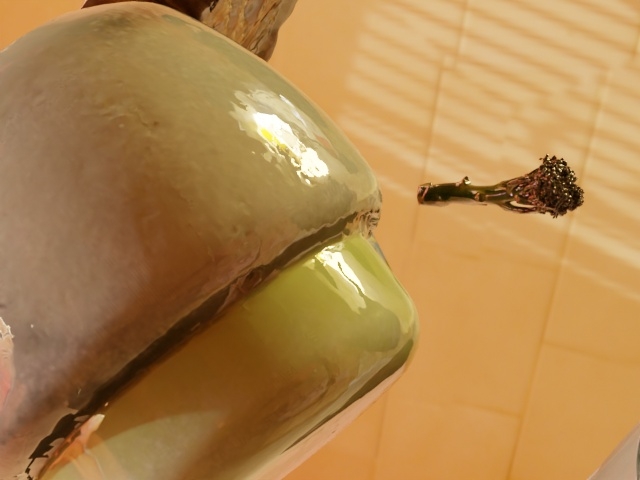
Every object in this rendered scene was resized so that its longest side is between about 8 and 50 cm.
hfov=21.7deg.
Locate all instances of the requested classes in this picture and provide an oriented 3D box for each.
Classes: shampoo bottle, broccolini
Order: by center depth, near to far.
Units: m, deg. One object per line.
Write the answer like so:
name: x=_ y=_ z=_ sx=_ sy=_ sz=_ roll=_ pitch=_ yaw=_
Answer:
shampoo bottle: x=-0.117 y=0.022 z=1.068 sx=0.322 sy=0.322 sz=0.317 roll=-28 pitch=-103 yaw=-35
broccolini: x=0.180 y=-0.059 z=1.759 sx=0.067 sy=0.058 sz=0.216 roll=-35 pitch=-154 yaw=-34

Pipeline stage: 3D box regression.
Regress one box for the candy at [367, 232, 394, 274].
candy: x=0.000 y=0.000 z=1.801 sx=0.062 sy=0.097 sz=0.194 roll=24 pitch=-151 yaw=-41

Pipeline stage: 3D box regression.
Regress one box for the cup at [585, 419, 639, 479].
cup: x=0.316 y=0.347 z=1.593 sx=0.401 sy=0.392 sz=0.310 roll=-5 pitch=-122 yaw=-32

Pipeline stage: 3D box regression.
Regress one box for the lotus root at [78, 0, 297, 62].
lotus root: x=-0.154 y=-0.190 z=1.753 sx=0.111 sy=0.375 sz=0.390 roll=33 pitch=-119 yaw=12
